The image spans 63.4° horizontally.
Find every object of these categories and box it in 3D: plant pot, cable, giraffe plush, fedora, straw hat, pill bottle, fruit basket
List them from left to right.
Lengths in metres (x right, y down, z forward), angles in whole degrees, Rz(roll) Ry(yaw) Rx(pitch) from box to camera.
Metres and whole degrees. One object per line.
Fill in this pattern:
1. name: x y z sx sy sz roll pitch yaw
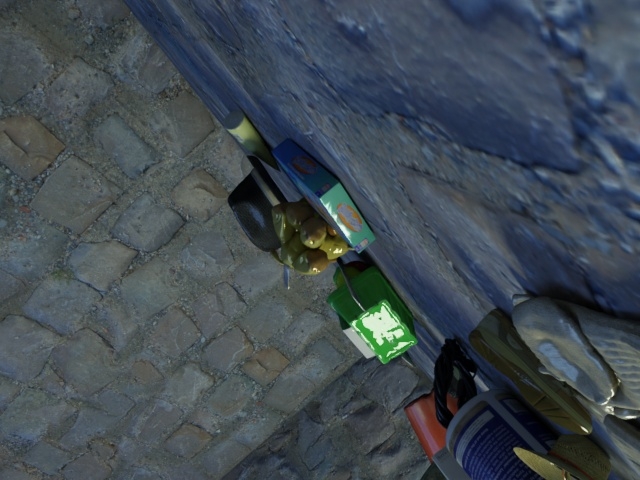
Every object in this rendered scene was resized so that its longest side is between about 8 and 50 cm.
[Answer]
1. fedora: -0.158 -0.075 1.490 0.334 0.152 0.334 55 179 1
2. giraffe plush: 0.000 0.000 1.170 0.181 0.170 0.210 47 139 35
3. fruit basket: 0.109 0.157 1.414 0.327 0.165 0.353 52 180 -32
4. plant pot: 0.426 0.616 1.701 0.265 0.272 0.272 57 180 18
5. cable: 0.259 0.276 0.985 0.150 0.047 0.184 64 -144 -22
6. pill bottle: 0.338 0.381 0.831 0.153 0.153 0.265 52 177 -39
7. straw hat: 0.325 0.281 0.651 0.144 0.061 0.144 35 165 11

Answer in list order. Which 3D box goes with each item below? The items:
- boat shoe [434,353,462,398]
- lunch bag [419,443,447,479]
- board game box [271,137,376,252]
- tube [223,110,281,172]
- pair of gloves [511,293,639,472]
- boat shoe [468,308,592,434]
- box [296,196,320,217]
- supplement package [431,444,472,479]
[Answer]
1. boat shoe: 0.343 0.369 1.406 0.080 0.073 0.223 50 177 -2
2. lunch bag: 0.418 0.636 1.339 0.212 0.305 0.256 30 166 43
3. board game box: 0.003 -0.087 0.969 0.210 0.047 0.160 48 177 47
4. tube: -0.185 -0.274 1.450 0.240 0.062 0.070 46 -137 -60
5. pair of gloves: 0.235 0.137 0.373 0.240 0.042 0.204 51 177 -7
6. boat shoe: 0.231 0.140 0.554 0.153 0.048 0.056 42 163 15
7. box: -0.008 -0.046 1.570 0.087 0.058 0.232 51 177 26
8. supplement package: 0.369 0.465 1.024 0.203 0.194 0.149 47 175 40
